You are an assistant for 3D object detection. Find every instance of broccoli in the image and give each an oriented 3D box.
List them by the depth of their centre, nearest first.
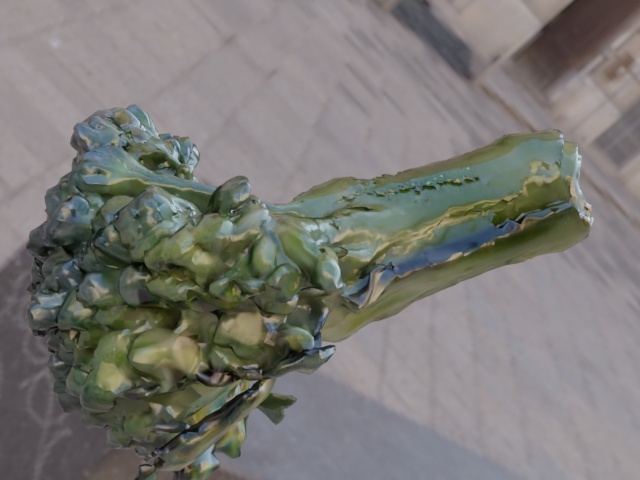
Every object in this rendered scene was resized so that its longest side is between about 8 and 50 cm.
[{"bbox_3d":[-0.007,-0.004,0.672,0.198,0.274,0.177,55,15,-72],"label":"broccoli"}]
